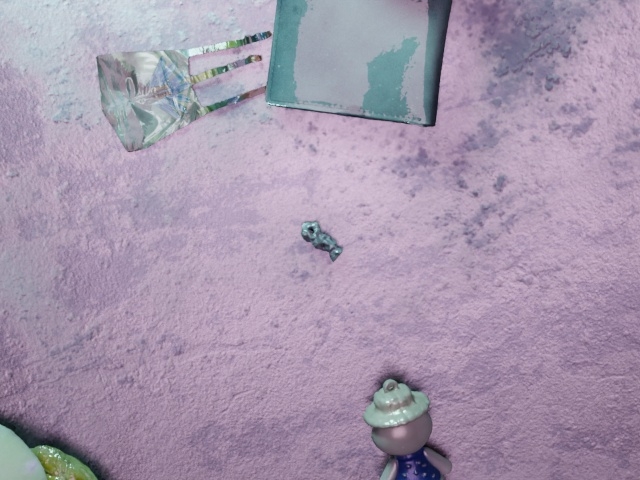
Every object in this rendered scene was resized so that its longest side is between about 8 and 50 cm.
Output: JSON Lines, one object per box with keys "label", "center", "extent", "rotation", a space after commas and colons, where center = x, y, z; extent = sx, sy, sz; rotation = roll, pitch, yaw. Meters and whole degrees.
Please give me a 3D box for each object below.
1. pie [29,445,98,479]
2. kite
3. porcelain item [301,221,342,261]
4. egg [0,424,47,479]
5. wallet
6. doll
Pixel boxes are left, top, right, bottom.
{"label": "pie", "center": [-0.503, 0.506, 1.903], "extent": [0.257, 0.105, 0.274], "rotation": [36, 100, 4]}
{"label": "kite", "center": [-0.219, -0.254, 1.789], "extent": [0.310, 0.015, 0.169], "rotation": [-10, 102, 5]}
{"label": "porcelain item", "center": [0.000, 0.000, 1.822], "extent": [0.083, 0.028, 0.036], "rotation": [42, 83, -5]}
{"label": "egg", "center": [-0.634, 0.485, 1.810], "extent": [0.337, 0.201, 0.336], "rotation": [0, 91, 18]}
{"label": "wallet", "center": [0.064, -0.323, 1.735], "extent": [0.291, 0.054, 0.251], "rotation": [7, 96, 2]}
{"label": "doll", "center": [0.153, 0.374, 1.851], "extent": [0.138, 0.119, 0.293], "rotation": [-17, 106, -3]}
